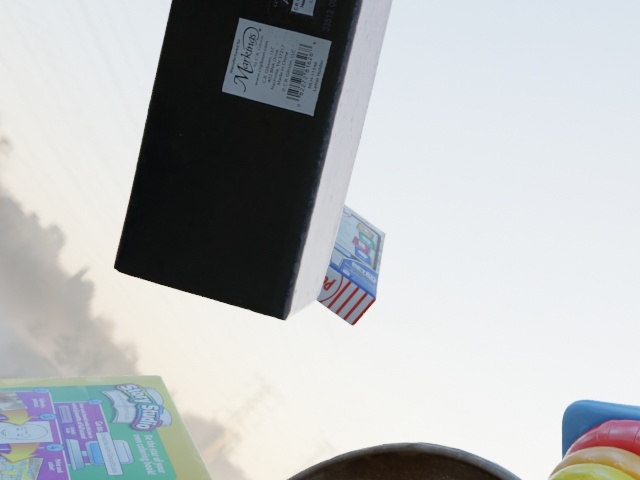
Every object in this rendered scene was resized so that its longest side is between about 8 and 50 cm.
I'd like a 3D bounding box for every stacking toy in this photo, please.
[{"bbox_3d":[0.221,0.258,1.019,0.175,0.302,0.166,5,-75,38],"label":"stacking toy"}]

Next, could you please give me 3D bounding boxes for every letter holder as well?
[{"bbox_3d":[-0.037,-0.108,1.048,0.152,0.302,0.214,15,8,13],"label":"letter holder"}]

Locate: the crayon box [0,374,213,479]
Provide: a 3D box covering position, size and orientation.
[{"bbox_3d":[-0.294,0.253,1.317,0.363,0.313,0.106,-140,-127,-68],"label":"crayon box"}]

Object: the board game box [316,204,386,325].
[{"bbox_3d":[0.000,0.000,1.385,0.147,0.045,0.193,36,21,-8],"label":"board game box"}]

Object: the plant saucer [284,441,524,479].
[{"bbox_3d":[-0.006,0.217,0.407,0.050,0.310,0.310,36,-6,-26],"label":"plant saucer"}]
